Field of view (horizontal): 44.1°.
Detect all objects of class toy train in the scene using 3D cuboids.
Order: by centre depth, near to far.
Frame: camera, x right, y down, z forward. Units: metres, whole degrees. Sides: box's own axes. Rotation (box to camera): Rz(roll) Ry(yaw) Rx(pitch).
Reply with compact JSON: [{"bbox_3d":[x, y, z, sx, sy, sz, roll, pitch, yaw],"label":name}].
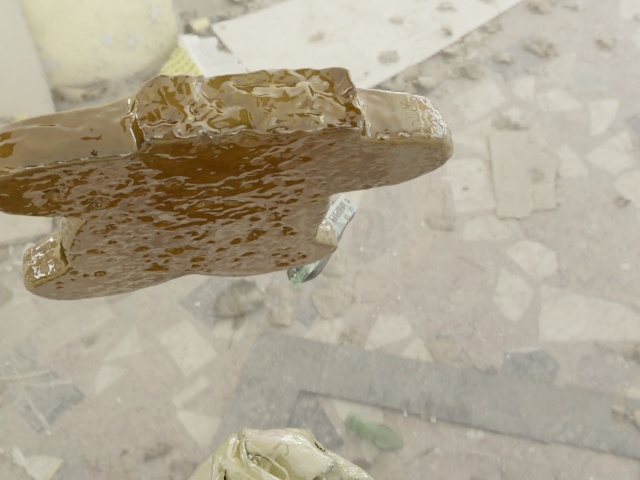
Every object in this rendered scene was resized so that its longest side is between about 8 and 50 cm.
[{"bbox_3d":[0.000,0.000,1.040,0.047,0.043,0.207,40,32,-3],"label":"toy train"}]

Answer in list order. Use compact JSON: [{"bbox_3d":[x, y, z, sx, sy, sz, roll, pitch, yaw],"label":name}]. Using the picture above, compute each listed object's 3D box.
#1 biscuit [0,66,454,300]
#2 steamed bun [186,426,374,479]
[{"bbox_3d":[-0.095,-0.044,0.711,0.369,0.394,0.076,-8,74,-15],"label":"biscuit"},{"bbox_3d":[-0.087,0.373,1.028,0.207,0.280,0.268,31,21,35],"label":"steamed bun"}]
